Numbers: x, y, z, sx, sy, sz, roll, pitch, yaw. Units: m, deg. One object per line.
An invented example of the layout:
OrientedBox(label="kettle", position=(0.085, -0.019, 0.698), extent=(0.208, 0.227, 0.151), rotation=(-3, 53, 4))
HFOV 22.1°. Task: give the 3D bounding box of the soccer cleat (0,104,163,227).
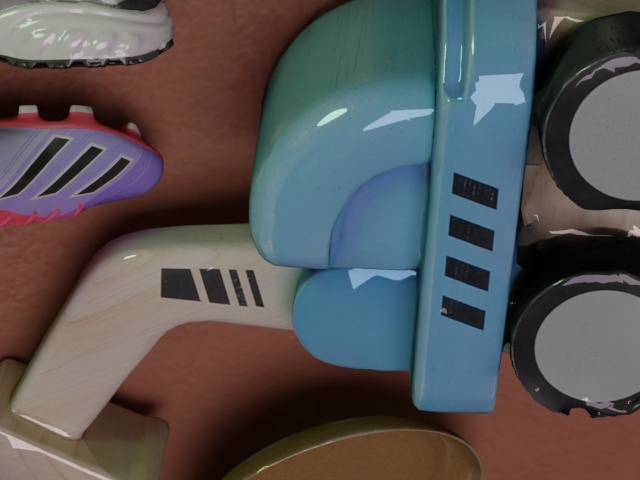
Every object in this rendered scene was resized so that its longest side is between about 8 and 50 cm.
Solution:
OrientedBox(label="soccer cleat", position=(-0.205, -0.036, 0.987), extent=(0.248, 0.095, 0.083), rotation=(8, 166, -40))

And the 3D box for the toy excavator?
OrientedBox(label="toy excavator", position=(0.000, 0.000, 1.050), extent=(0.445, 0.222, 0.433), rotation=(5, 122, 1))

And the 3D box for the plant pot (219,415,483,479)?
OrientedBox(label="plant pot", position=(0.005, 0.196, 1.208), extent=(0.236, 0.032, 0.236), rotation=(-14, 144, -10))

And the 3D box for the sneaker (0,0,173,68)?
OrientedBox(label="sneaker", position=(-0.224, -0.151, 0.958), extent=(0.271, 0.100, 0.108), rotation=(-4, 100, -8))
